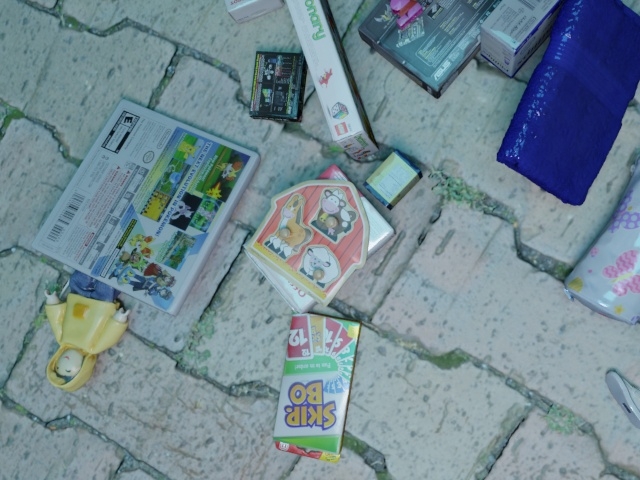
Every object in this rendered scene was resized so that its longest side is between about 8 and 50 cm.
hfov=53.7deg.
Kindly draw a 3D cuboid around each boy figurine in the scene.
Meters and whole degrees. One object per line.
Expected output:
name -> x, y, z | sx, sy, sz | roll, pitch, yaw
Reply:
boy figurine -> -0.449, 0.143, 1.195 | 0.177, 0.092, 0.285 | 18, 89, 9

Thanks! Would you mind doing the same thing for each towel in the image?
towel -> 0.391, -0.225, 0.976 | 0.076, 0.228, 0.308 | 26, 93, 52

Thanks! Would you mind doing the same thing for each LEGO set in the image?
LEGO set -> 0.183, -0.464, 1.015 | 0.227, 0.087, 0.093 | -41, 80, 8

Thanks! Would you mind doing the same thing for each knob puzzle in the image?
knob puzzle -> -0.006, -0.016, 1.039 | 0.213, 0.030, 0.213 | 0, 89, 12

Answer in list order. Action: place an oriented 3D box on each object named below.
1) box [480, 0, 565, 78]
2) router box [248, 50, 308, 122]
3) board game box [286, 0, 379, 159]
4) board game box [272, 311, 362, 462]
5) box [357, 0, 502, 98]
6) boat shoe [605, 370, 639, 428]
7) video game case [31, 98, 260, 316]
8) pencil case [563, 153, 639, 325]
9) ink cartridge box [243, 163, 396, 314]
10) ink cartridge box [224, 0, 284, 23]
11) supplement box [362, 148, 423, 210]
box -> 0.323, -0.347, 1.012 | 0.072, 0.137, 0.126 | 42, 97, 13
router box -> -0.076, -0.279, 1.148 | 0.092, 0.038, 0.122 | 7, 90, 12
board game box -> 0.016, -0.295, 1.050 | 0.053, 0.193, 0.305 | -19, 85, 12
board game box -> -0.008, 0.262, 1.126 | 0.124, 0.039, 0.259 | 9, 93, 13
box -> 0.206, -0.389, 1.080 | 0.183, 0.056, 0.231 | 41, 97, 12
boat shoe -> 0.500, 0.251, 1.019 | 0.035, 0.035, 0.100 | -27, 78, -17
video game case -> -0.313, -0.069, 1.148 | 0.300, 0.036, 0.328 | 23, 75, 12
pencil case -> 0.494, -0.006, 0.982 | 0.124, 0.113, 0.273 | 30, 95, 21
ink cartridge box -> 0.000, 0.000, 1.099 | 0.218, 0.092, 0.158 | -41, 81, 7
ink cartridge box -> -0.135, -0.483, 1.156 | 0.099, 0.056, 0.135 | -18, 85, 10
supplement box -> 0.124, -0.102, 1.078 | 0.056, 0.083, 0.083 | 45, 97, 10
